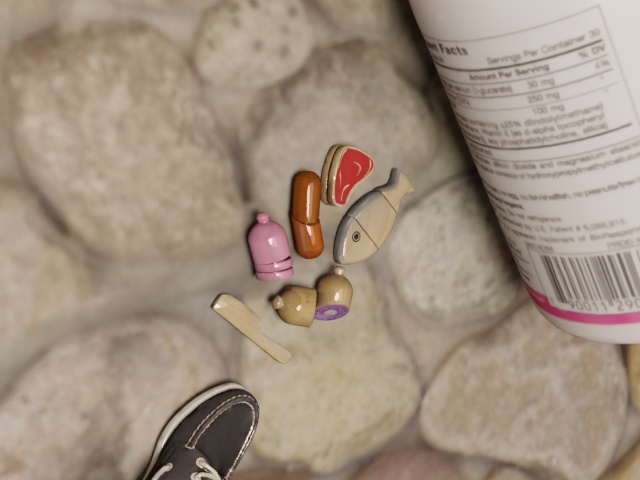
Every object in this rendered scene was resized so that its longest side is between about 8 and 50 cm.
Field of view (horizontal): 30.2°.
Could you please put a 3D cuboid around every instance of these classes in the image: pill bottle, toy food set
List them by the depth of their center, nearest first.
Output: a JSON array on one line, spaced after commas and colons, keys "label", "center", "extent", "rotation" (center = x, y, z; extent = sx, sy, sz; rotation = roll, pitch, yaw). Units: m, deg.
[{"label": "pill bottle", "center": [0.139, -0.103, 0.603], "extent": [0.160, 0.160, 0.283], "rotation": [-38, 117, -26]}, {"label": "toy food set", "center": [0.000, 0.000, 0.603], "extent": [0.078, 0.019, 0.122], "rotation": [42, 72, -32]}]

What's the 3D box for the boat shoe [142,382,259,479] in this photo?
[{"label": "boat shoe", "center": [-0.067, 0.121, 0.559], "extent": [0.125, 0.038, 0.046], "rotation": [-46, 120, -22]}]
